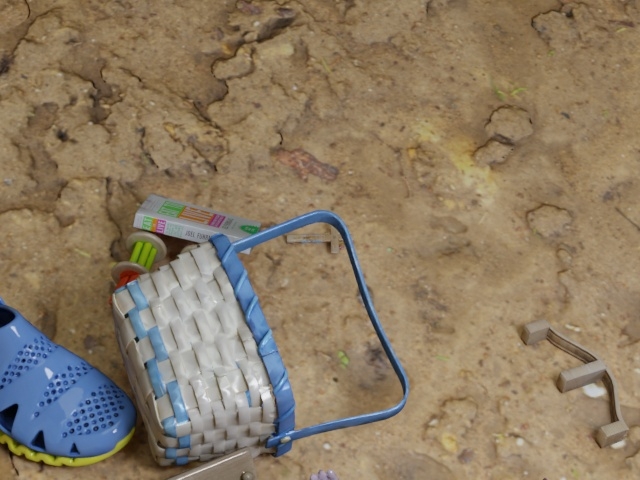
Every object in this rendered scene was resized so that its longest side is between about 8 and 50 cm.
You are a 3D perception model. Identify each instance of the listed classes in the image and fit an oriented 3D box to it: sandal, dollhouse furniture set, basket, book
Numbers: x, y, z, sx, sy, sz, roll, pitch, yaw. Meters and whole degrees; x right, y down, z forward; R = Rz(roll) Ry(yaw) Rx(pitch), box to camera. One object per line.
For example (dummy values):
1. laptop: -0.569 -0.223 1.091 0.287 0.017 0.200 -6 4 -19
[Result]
1. sandal: -0.341 0.135 1.916 0.317 0.138 0.126 27 48 15
2. dollhouse furniture set: -0.080 0.314 1.774 0.123 0.144 0.151 -20 16 -24
3. basket: -0.073 0.108 1.912 0.289 0.201 0.255 -17 65 -9
4. book: -0.149 -0.016 2.120 0.144 0.035 0.096 13 13 2

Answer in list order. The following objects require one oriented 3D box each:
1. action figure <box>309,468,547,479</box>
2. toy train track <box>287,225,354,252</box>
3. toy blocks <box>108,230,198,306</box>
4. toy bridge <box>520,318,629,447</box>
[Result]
1. action figure: 0.113 0.382 1.743 0.370 0.276 0.248 -16 31 5
2. toy train track: 0.000 0.000 2.168 0.083 0.014 0.048 -1 54 0
3. toy blocks: -0.194 0.066 2.053 0.123 0.054 0.148 13 47 4
4. toy bridge: 0.308 0.159 2.046 0.063 0.026 0.188 -15 50 -23
